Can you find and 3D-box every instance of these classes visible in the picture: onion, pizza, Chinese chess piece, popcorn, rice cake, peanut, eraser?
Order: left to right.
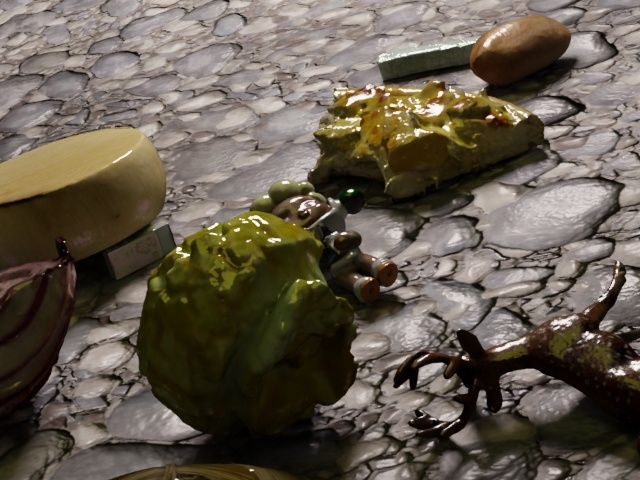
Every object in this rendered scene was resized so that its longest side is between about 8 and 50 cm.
[{"bbox_3d":[-0.388,0.127,1.776,0.314,0.146,0.280,-31,7,-28],"label":"onion"},{"bbox_3d":[-0.305,-0.048,2.040,0.251,0.097,0.251,-17,19,6],"label":"Chinese chess piece"},{"bbox_3d":[-0.209,0.011,1.985,0.083,0.038,0.019,-27,25,-24],"label":"eraser"},{"bbox_3d":[-0.074,0.082,1.593,0.204,0.221,0.184,-36,56,-21],"label":"popcorn"},{"bbox_3d":[0.096,-0.135,2.056,0.323,0.089,0.223,12,35,42],"label":"pizza"},{"bbox_3d":[0.159,-0.245,2.279,0.171,0.033,0.029,-10,32,8],"label":"rice cake"},{"bbox_3d":[0.256,-0.245,2.189,0.152,0.076,0.076,-23,28,-25],"label":"peanut"}]

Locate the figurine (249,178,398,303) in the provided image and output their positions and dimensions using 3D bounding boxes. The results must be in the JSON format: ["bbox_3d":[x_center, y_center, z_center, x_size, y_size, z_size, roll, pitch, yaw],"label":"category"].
[{"bbox_3d":[-0.001,-0.001,1.845,0.147,0.093,0.197,-39,36,-20],"label":"figurine"}]

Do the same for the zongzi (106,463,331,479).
[{"bbox_3d":[-0.057,0.231,1.344,0.288,0.134,0.286,-9,-4,-21],"label":"zongzi"}]

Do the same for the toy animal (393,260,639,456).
[{"bbox_3d":[0.222,0.110,1.540,0.260,0.087,0.243,-30,29,-32],"label":"toy animal"}]
